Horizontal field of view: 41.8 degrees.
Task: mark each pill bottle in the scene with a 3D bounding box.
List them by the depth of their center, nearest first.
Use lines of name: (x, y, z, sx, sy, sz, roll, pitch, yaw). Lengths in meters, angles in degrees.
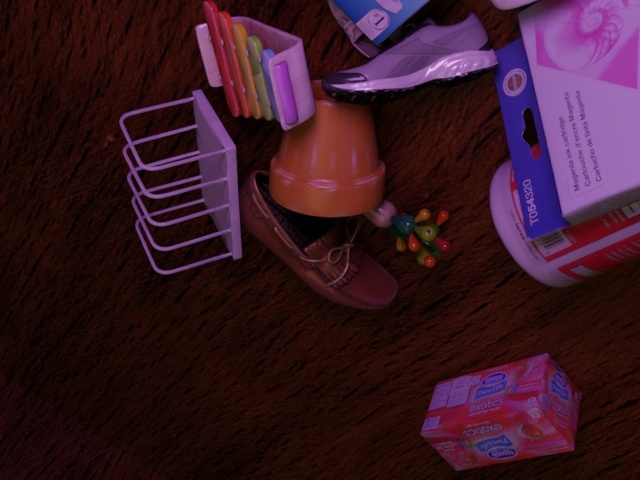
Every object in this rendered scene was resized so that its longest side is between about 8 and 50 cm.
pill bottle: (0.471, -0.101, 1.232, 0.229, 0.229, 0.408, 43, 135, -16)

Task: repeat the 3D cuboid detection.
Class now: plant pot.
plant pot: (0.016, -0.168, 1.437, 0.205, 0.205, 0.188, 12, 120, 16)

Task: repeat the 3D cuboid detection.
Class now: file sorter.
file sorter: (-0.264, -0.103, 1.581, 0.173, 0.193, 0.277, -17, 137, -19)

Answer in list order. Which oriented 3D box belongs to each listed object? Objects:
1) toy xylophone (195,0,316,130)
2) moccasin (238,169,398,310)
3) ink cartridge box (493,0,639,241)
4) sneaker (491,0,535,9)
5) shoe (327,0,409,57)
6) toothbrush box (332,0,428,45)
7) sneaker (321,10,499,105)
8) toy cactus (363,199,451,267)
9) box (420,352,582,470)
toy xylophone: (-0.109, -0.306, 1.346, 0.323, 0.081, 0.236, 29, 139, 59)
moccasin: (0.002, -0.002, 1.645, 0.380, 0.139, 0.147, 43, 145, -3)
ink cartridge box: (0.373, -0.202, 1.137, 0.071, 0.324, 0.330, 13, 151, -43)
sneaker: (0.337, -0.439, 1.064, 0.350, 0.131, 0.148, -32, 105, 37)
shoe: (0.094, -0.327, 1.329, 0.219, 0.058, 0.076, 39, 136, -11)
toothbrush box: (0.116, -0.451, 1.150, 0.216, 0.126, 0.295, 42, 136, -13)
sneaker: (0.129, -0.274, 1.275, 0.272, 0.100, 0.108, -15, 91, -6)
toy cactus: (0.153, -0.033, 1.508, 0.180, 0.219, 0.112, 32, 97, -6)
box: (0.383, 0.369, 1.783, 0.300, 0.154, 0.142, -25, 117, 39)
